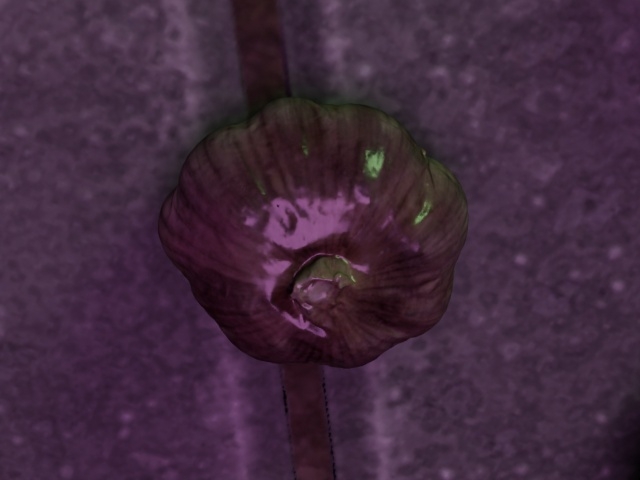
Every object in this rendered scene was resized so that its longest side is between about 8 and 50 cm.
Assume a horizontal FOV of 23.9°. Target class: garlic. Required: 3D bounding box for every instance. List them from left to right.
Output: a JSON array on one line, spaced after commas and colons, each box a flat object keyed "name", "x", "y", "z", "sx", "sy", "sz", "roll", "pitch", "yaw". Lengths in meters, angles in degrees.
[{"name": "garlic", "x": 0.000, "y": 0.000, "z": 0.775, "sx": 0.159, "sy": 0.102, "sz": 0.147, "roll": 23, "pitch": 107, "yaw": -13}]

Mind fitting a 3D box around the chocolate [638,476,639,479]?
[{"name": "chocolate", "x": 0.230, "y": 0.125, "z": 0.833, "sx": 0.156, "sy": 0.156, "sz": 0.133, "roll": -9, "pitch": 94, "yaw": -1}]
